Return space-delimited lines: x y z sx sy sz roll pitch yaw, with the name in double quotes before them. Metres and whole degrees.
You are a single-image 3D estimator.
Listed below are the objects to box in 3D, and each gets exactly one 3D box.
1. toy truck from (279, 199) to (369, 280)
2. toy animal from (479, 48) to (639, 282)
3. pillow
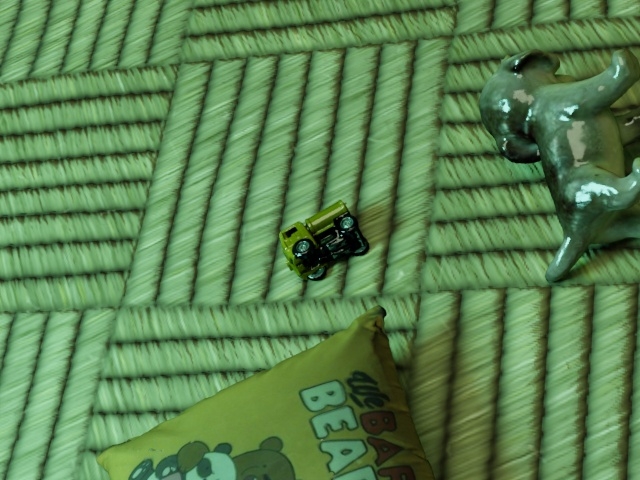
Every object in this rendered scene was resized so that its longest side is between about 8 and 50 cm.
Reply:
"toy truck" 0.000 0.000 1.510 0.083 0.049 0.054 -30 50 -1
"toy animal" 0.253 -0.093 1.436 0.168 0.121 0.233 -29 59 22
"pillow" -0.036 0.240 1.311 0.312 0.119 0.310 -26 48 5
